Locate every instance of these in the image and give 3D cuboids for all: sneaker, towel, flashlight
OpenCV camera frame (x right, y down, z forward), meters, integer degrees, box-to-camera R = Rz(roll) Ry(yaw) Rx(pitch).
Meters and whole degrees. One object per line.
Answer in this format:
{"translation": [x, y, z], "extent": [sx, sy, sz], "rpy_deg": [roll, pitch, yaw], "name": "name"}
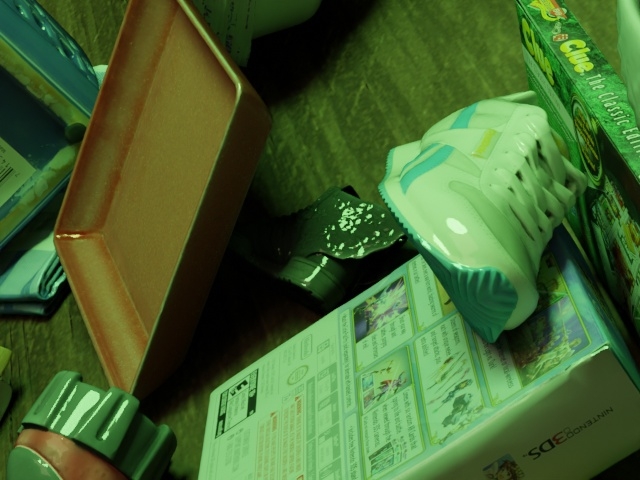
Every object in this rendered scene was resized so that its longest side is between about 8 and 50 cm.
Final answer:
{"translation": [-0.001, -0.002, 1.148], "extent": [0.089, 0.051, 0.170], "rpy_deg": [-49, 37, -12], "name": "sneaker"}
{"translation": [-0.228, -0.053, 1.470], "extent": [0.209, 0.034, 0.285], "rpy_deg": [-1, 50, 48], "name": "towel"}
{"translation": [0.090, -0.024, 0.870], "extent": [0.092, 0.087, 0.229], "rpy_deg": [-31, 18, 12], "name": "sneaker"}
{"translation": [-0.204, 0.230, 1.034], "extent": [0.103, 0.103, 0.304], "rpy_deg": [1, 51, 47], "name": "flashlight"}

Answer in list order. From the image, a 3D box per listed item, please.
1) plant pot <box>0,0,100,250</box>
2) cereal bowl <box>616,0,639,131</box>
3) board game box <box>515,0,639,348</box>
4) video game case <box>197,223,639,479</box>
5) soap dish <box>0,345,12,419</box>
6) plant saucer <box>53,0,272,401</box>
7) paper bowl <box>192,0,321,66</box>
{"translation": [-0.322, -0.118, 1.416], "extent": [0.236, 0.236, 0.212], "rpy_deg": [-45, 37, 1], "name": "plant pot"}
{"translation": [0.306, -0.072, 0.759], "extent": [0.339, 0.141, 0.339], "rpy_deg": [-7, 37, 5], "name": "cereal bowl"}
{"translation": [0.163, -0.029, 0.921], "extent": [0.030, 0.136, 0.260], "rpy_deg": [-17, 35, -1], "name": "board game box"}
{"translation": [0.046, 0.092, 0.898], "extent": [0.244, 0.061, 0.269], "rpy_deg": [-35, 15, 11], "name": "video game case"}
{"translation": [-0.401, 0.171, 1.305], "extent": [0.291, 0.118, 0.229], "rpy_deg": [-8, 45, 41], "name": "soap dish"}
{"translation": [-0.117, -0.046, 1.217], "extent": [0.258, 0.047, 0.259], "rpy_deg": [-68, 28, 22], "name": "plant saucer"}
{"translation": [-0.063, -0.287, 1.388], "extent": [0.148, 0.284, 0.284], "rpy_deg": [6, 39, -6], "name": "paper bowl"}
